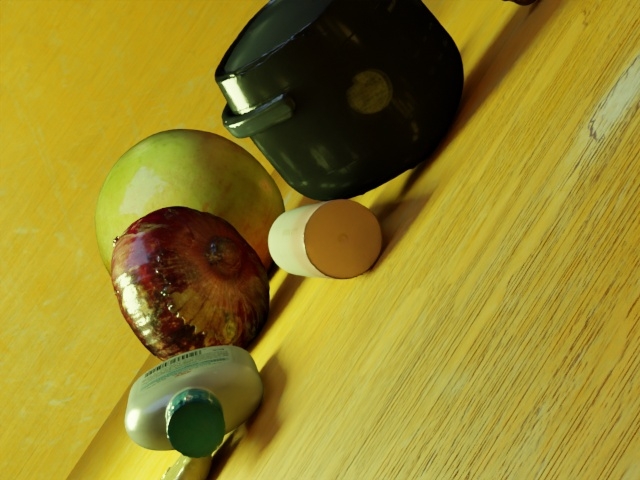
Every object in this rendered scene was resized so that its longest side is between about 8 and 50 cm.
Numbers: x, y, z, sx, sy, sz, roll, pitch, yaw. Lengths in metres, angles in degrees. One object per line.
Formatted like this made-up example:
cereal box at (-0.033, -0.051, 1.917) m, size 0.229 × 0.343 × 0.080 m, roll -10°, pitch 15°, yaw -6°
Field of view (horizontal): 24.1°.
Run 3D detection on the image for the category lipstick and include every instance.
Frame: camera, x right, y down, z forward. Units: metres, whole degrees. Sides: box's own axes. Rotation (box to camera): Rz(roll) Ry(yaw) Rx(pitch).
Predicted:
lipstick at (0.000, 0.000, 1.733) m, size 0.087 × 0.087 × 0.327 m, roll -56°, pitch 7°, yaw -5°

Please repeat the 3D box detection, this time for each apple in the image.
apple at (-0.215, -0.018, 2.434) m, size 0.319 × 0.319 × 0.277 m, roll -48°, pitch 10°, yaw 50°

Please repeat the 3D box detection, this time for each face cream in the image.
face cream at (-0.142, 0.184, 1.701) m, size 0.163 × 0.080 × 0.337 m, roll -19°, pitch 5°, yaw -5°

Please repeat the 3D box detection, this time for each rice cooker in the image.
rice cooker at (0.025, -0.182, 1.727) m, size 0.267 × 0.224 × 0.267 m, roll -35°, pitch 23°, yaw 17°

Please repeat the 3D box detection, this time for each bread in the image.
bread at (-0.196, 0.334, 1.708) m, size 0.251 × 0.039 × 0.182 m, roll -55°, pitch 7°, yaw 0°

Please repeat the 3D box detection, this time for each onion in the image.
onion at (-0.179, 0.064, 2.097) m, size 0.190 × 0.246 × 0.246 m, roll -40°, pitch 14°, yaw 31°

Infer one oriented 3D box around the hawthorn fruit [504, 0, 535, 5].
hawthorn fruit at (0.235, -0.308, 1.670) m, size 0.103 × 0.067 × 0.066 m, roll -49°, pitch 9°, yaw 32°
